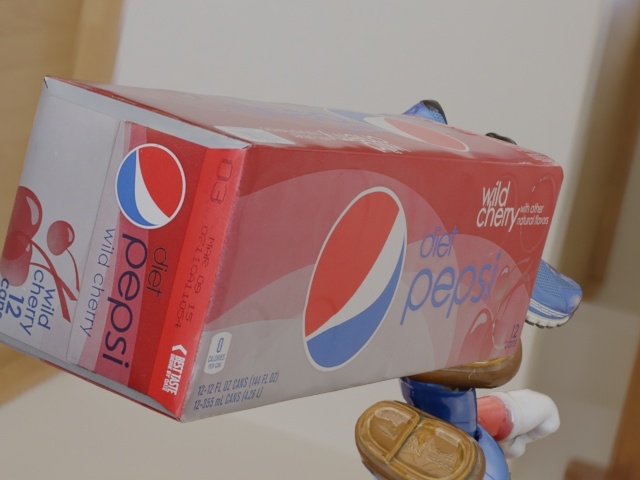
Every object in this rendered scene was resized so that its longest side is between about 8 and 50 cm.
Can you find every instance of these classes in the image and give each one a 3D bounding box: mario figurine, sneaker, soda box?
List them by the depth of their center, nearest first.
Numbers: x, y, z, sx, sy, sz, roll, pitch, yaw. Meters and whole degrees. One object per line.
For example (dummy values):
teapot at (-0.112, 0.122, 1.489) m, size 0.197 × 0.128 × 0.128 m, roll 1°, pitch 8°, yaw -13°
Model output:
soda box at (0.000, 0.000, 0.576) m, size 0.263 × 0.083 × 0.092 m, roll -2°, pitch 109°, yaw -60°
mario figurine at (0.114, 0.178, 1.059) m, size 0.198 × 0.170 × 0.320 m, roll -33°, pitch 150°, yaw -13°
sneaker at (0.187, -0.028, 1.673) m, size 0.147 × 0.130 × 0.330 m, roll -48°, pitch 120°, yaw 2°
